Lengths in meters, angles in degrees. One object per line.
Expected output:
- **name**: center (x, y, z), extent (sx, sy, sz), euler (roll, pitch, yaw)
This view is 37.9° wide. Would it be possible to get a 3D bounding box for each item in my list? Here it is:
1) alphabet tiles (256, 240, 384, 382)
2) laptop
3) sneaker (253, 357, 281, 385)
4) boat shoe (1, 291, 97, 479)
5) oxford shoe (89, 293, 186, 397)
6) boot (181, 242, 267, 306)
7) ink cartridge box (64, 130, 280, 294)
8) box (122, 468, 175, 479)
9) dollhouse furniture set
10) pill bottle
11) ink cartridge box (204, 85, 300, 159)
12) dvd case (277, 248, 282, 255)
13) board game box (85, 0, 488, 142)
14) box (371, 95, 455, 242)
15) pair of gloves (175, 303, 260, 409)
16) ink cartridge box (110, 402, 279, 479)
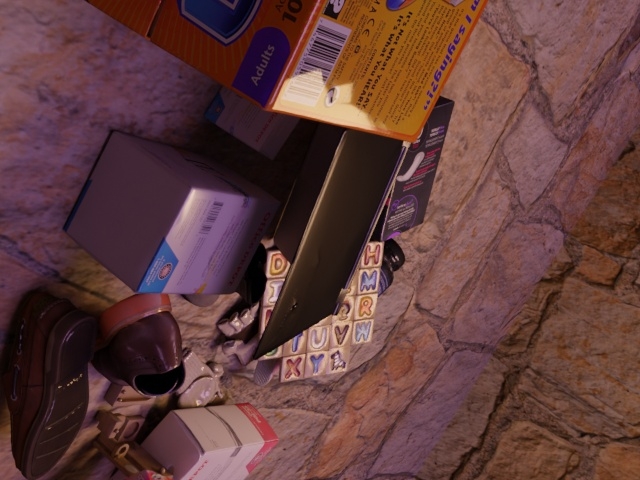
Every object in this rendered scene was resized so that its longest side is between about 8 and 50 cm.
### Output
- **alphabet tiles**: center (0.003, 0.118, 1.892), extent (0.285, 0.011, 0.342), euler (-4, 108, -34)
- **laptop**: center (-0.024, -0.073, 1.507), extent (0.236, 0.408, 0.381), euler (8, 116, -33)
- **sneaker**: center (-0.099, 0.234, 1.940), extent (0.070, 0.051, 0.134), euler (-32, 146, -81)
- **boat shoe**: center (-0.414, 0.214, 1.390), extent (0.111, 0.104, 0.307), euler (-24, 139, -60)
- **oxford shoe**: center (-0.282, 0.192, 1.443), extent (0.130, 0.132, 0.363), euler (-22, 167, -19)
- **boot**: center (-0.162, 0.063, 1.559), extent (0.083, 0.161, 0.246), euler (-35, 150, -31)
- **ink cartridge box**: center (-0.211, -0.033, 1.367), extent (0.233, 0.168, 0.171), euler (9, 113, -61)
- **box**: center (-0.382, 0.533, 1.609), extent (0.300, 0.154, 0.142), euler (-27, 153, 3)
- **dollhouse furniture set**: center (-0.314, 0.336, 1.662), extent (0.151, 0.123, 0.144), euler (-60, 153, 9)
- **pill bottle**: center (0.082, 0.084, 2.035), extent (0.219, 0.123, 0.122), euler (-41, 150, -26)
- **ink cartridge box**: center (-0.102, -0.191, 1.422), extent (0.088, 0.122, 0.052), euler (-56, 153, 1)
- **dvd case**: center (0.000, 0.000, 1.923), extent (0.221, 0.018, 0.164), euler (-43, 149, -22)
- **board game box**: center (-0.019, -0.366, 1.104), extent (0.356, 0.356, 0.356), euler (1, 119, -59)
- **box**: center (0.132, -0.158, 1.807), extent (0.165, 0.143, 0.270), euler (-23, 134, -48)
- **pair of gloves**: center (-0.196, 0.239, 1.841), extent (0.240, 0.042, 0.204), euler (-42, 151, -23)
- **ink cartridge box**: center (-0.244, 0.436, 1.857), extent (0.207, 0.117, 0.283), euler (-48, 155, 14)
